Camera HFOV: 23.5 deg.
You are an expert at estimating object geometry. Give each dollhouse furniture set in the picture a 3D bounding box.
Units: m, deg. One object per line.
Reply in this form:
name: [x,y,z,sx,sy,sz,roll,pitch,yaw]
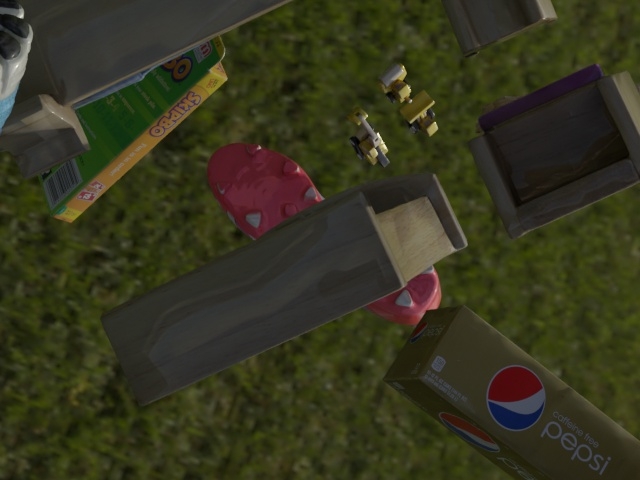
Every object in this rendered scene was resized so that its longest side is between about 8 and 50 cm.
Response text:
dollhouse furniture set: [-0.021,-0.116,0.766,0.303,0.286,0.198,65,15,0]

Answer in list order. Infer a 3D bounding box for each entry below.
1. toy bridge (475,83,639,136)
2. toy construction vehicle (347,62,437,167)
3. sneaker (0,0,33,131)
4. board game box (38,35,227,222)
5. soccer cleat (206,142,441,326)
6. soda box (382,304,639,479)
toy bridge: [0.149,-0.085,1.064,0.063,0.188,0.026,2,86,-19]
toy construction vehicle: [0.069,-0.110,1.418,0.086,0.035,0.098,-40,144,-9]
sneaker: [-0.159,-0.056,0.436,0.063,0.162,0.073,-35,148,-51]
board game box: [-0.191,-0.143,1.528,0.259,0.124,0.039,-41,144,26]
soccer cleat: [0.000,0.000,1.401,0.083,0.248,0.095,-54,167,-18]
soda box: [0.133,0.118,0.990,0.181,0.061,0.058,37,73,-12]
